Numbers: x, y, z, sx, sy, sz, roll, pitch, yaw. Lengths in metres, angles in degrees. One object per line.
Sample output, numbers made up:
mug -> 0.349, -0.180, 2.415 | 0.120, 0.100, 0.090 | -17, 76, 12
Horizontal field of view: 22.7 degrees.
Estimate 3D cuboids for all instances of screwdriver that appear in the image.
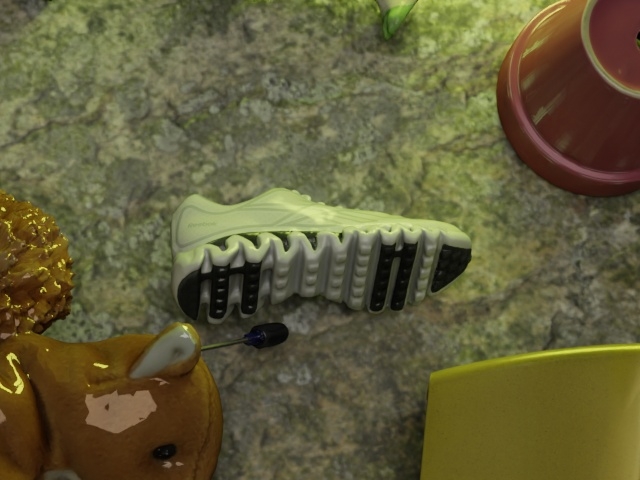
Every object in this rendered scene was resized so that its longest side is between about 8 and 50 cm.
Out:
screwdriver -> -0.075, 0.089, 1.430 | 0.025, 0.170, 0.024 | 20, 100, 27

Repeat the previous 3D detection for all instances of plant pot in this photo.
plant pot -> 0.285, -0.162, 1.531 | 0.201, 0.180, 0.201 | 2, 73, -7
plant pot -> 0.183, 0.206, 1.409 | 0.187, 0.212, 0.212 | 5, 74, 7

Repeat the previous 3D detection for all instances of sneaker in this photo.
sneaker -> 0.000, 0.000, 1.489 | 0.292, 0.110, 0.118 | -1, 45, -17

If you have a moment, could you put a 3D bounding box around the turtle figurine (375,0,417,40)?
turtle figurine -> -0.019, -0.301, 1.524 | 0.266, 0.274, 0.198 | 35, 107, -1

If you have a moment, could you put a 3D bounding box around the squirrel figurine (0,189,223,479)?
squirrel figurine -> -0.279, 0.114, 1.318 | 0.370, 0.281, 0.397 | -15, 72, -7
